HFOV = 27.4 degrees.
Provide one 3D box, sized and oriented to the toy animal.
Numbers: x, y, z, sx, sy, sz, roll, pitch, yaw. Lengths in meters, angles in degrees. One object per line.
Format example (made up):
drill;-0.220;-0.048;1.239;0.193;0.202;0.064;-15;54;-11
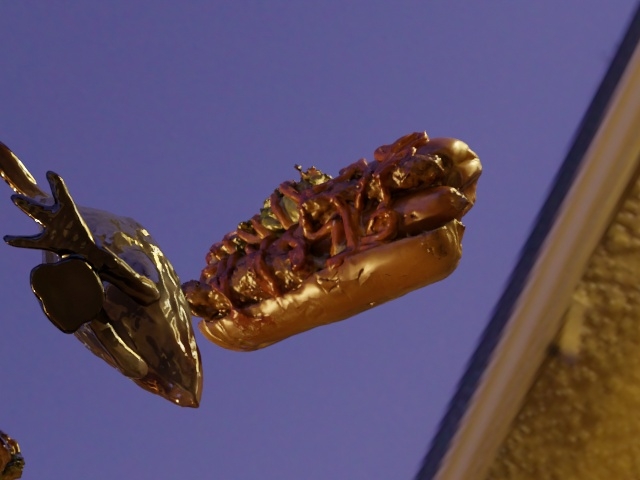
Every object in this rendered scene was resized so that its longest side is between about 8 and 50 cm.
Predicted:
toy animal;-0.164;0.018;0.963;0.090;0.324;0.195;-35;-70;-7

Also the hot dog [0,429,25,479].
hot dog;-0.336;0.141;0.885;0.115;0.269;0.072;103;171;-75

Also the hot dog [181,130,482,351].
hot dog;0.000;0.000;1.271;0.117;0.349;0.158;43;-136;-29
